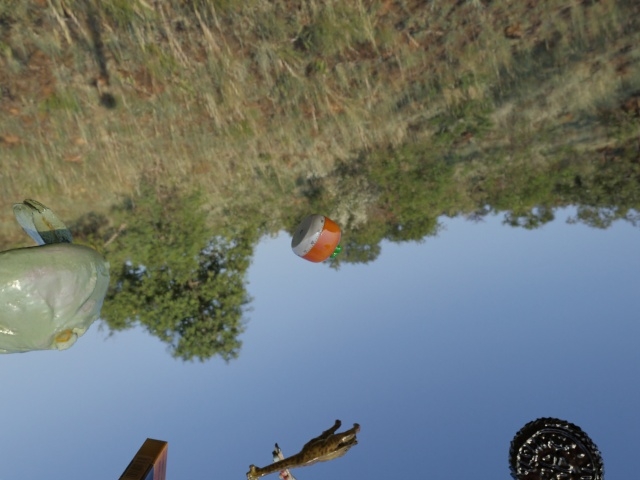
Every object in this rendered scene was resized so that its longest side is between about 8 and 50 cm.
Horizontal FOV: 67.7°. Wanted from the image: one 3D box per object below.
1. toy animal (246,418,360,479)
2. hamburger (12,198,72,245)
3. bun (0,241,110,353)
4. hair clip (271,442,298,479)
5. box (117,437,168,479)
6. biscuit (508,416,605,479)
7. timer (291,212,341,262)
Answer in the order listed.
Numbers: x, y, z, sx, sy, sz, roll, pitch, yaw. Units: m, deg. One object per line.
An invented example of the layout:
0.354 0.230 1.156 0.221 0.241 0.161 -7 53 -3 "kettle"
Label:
-0.028 0.474 1.067 0.275 0.054 0.149 -17 -179 -34 "toy animal"
-0.547 -0.037 0.925 0.084 0.121 0.054 26 -122 21 "hamburger"
-0.518 0.127 0.875 0.283 0.179 0.283 -24 169 -5 "bun"
-0.099 0.694 1.405 0.056 0.214 0.062 -33 -166 -15 "hair clip"
-0.472 0.650 1.228 0.070 0.152 0.237 10 -165 5 "box"
0.501 0.479 1.021 0.194 0.194 0.053 -12 161 17 "biscuit"
0.000 0.000 1.209 0.136 0.136 0.099 -13 -130 10 "timer"
